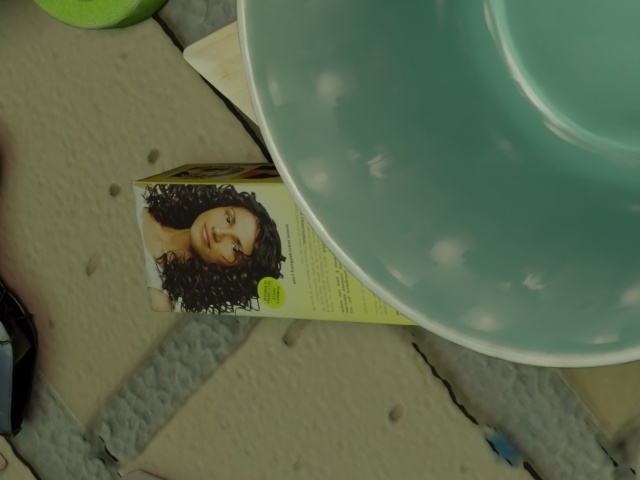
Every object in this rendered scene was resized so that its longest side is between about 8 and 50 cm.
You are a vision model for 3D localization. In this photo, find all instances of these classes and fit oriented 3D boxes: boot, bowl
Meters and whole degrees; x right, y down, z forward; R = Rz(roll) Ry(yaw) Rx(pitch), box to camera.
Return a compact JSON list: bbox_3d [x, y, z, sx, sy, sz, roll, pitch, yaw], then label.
[{"bbox_3d":[-0.231,0.033,1.192,0.106,0.082,0.219,21,113,3],"label":"boot"},{"bbox_3d":[0.130,-0.111,0.828,0.311,0.163,0.312,11,111,30],"label":"bowl"}]

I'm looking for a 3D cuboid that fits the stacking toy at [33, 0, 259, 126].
[{"bbox_3d":[-0.098,-0.212,0.971,0.309,0.130,0.280,33,121,22],"label":"stacking toy"}]

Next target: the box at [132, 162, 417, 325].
[{"bbox_3d":[0.000,0.000,1.018,0.232,0.058,0.087,0,105,34],"label":"box"}]

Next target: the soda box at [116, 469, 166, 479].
[{"bbox_3d":[-0.057,0.222,1.121,0.216,0.069,0.074,17,113,28],"label":"soda box"}]

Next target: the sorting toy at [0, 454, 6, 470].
[{"bbox_3d":[-0.283,0.173,1.254,0.083,0.075,0.045,-35,84,36],"label":"sorting toy"}]
